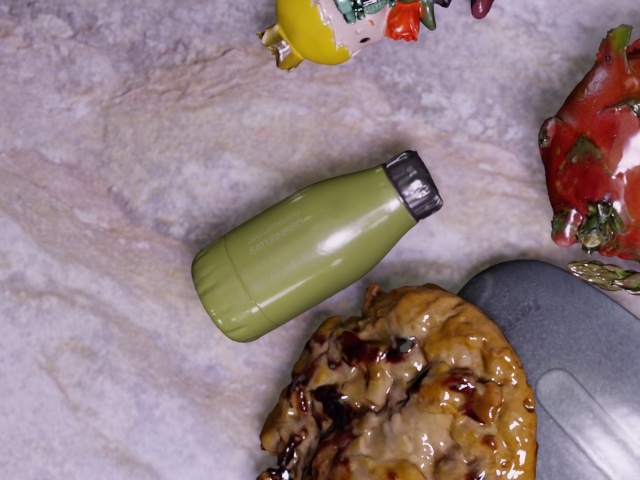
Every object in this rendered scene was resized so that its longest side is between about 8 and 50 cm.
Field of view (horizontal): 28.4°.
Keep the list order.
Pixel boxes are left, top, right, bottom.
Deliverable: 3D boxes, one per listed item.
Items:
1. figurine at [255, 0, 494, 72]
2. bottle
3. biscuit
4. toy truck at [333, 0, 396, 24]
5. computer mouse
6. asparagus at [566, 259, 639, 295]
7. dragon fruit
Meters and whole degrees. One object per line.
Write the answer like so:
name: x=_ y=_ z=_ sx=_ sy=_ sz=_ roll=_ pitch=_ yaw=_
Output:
figurine: x=0.058 y=-0.247 z=1.326 sx=0.185 sy=0.127 sz=0.234 roll=44 pitch=84 yaw=13
bottle: x=0.000 y=0.000 z=1.288 sx=0.260 sy=0.112 sz=0.112 roll=-30 pitch=71 yaw=10
biscuit: x=0.053 y=0.197 z=1.193 sx=0.289 sy=0.081 sz=0.334 roll=43 pitch=109 yaw=38
toy truck: x=0.032 y=-0.287 z=1.246 sx=0.080 sy=0.078 sz=0.154 roll=-21 pitch=71 yaw=0
computer mouse: x=0.252 y=0.173 z=1.168 sx=0.203 sy=0.114 sz=0.374 roll=-46 pitch=70 yaw=4
asparagus: x=0.340 y=0.043 z=1.175 sx=0.236 sy=0.034 sz=0.027 roll=8 pitch=72 yaw=-4
dragon fruit: x=0.317 y=-0.103 z=1.156 sx=0.269 sy=0.198 sz=0.200 roll=-37 pitch=25 yaw=37
